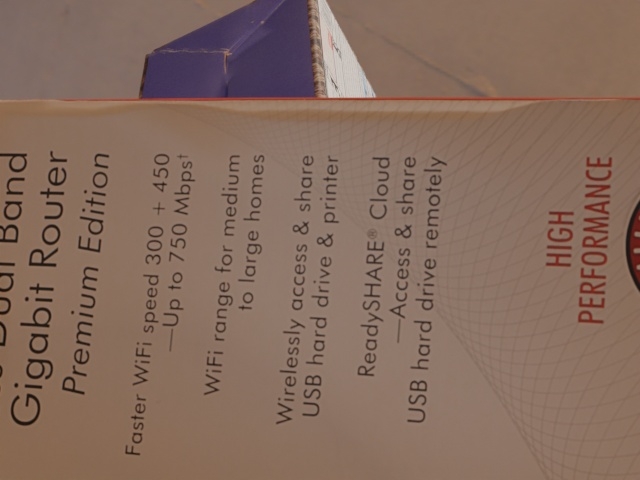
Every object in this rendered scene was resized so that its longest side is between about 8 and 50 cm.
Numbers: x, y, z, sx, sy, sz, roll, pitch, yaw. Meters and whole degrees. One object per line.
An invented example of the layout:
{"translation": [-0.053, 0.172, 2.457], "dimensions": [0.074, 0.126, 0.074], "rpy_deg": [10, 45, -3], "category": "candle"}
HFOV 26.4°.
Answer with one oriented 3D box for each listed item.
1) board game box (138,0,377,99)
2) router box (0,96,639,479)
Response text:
{"translation": [0.000, 0.000, 0.968], "dimensions": [0.141, 0.291, 0.232], "rpy_deg": [-24, -152, 12], "category": "board game box"}
{"translation": [0.035, 0.135, 0.351], "dimensions": [0.301, 0.082, 0.336], "rpy_deg": [1, -99, 19], "category": "router box"}
